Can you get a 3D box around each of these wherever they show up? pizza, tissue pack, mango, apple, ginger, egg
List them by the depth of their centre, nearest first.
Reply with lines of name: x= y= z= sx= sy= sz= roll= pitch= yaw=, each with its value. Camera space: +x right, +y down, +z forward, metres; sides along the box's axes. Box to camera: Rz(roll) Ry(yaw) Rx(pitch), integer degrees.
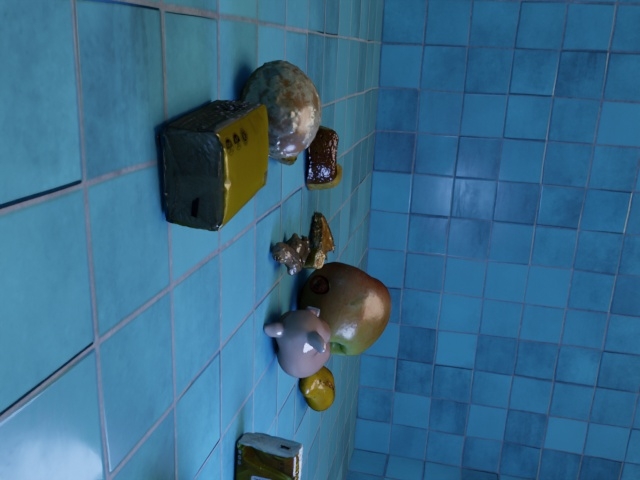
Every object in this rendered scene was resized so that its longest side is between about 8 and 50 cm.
tissue pack: x=-0.191 y=-0.152 z=1.186 sx=0.271 sy=0.134 sz=0.192 roll=-60 pitch=154 yaw=-62
egg: x=-0.093 y=-0.304 z=1.450 sx=0.195 sy=0.194 sz=0.233 roll=26 pitch=60 yaw=-78
tissue pack: x=-0.143 y=0.657 z=1.708 sx=0.092 sy=0.183 sz=0.226 roll=-34 pitch=129 yaw=-69
ginger: x=-0.081 y=0.041 z=1.935 sx=0.290 sy=0.084 sz=0.122 roll=-19 pitch=122 yaw=-77
apple: x=0.070 y=0.251 z=2.217 sx=0.305 sy=0.338 sz=0.338 roll=-65 pitch=164 yaw=-13
pizza: x=0.000 y=0.000 z=2.326 sx=0.195 sy=0.052 sz=0.185 roll=-69 pitch=139 yaw=-58
mango: x=-0.005 y=0.591 z=2.491 sx=0.295 sy=0.120 sz=0.177 roll=70 pitch=26 yaw=-64

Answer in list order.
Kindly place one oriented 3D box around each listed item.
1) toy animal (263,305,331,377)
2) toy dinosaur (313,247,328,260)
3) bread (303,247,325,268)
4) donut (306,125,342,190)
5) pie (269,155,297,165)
toy animal: x=-0.049 y=0.311 z=1.947 sx=0.213 sy=0.195 sz=0.256 roll=-64 pitch=161 yaw=-43
toy dinosaur: x=0.001 y=0.033 z=2.433 sx=0.209 sy=0.039 sz=0.082 roll=17 pitch=80 yaw=-76
bread: x=-0.035 y=0.061 z=2.109 sx=0.132 sy=0.053 sz=0.074 roll=2 pitch=-108 yaw=61
donut: x=0.011 y=-0.264 z=2.162 sx=0.295 sy=0.112 sz=0.151 roll=75 pitch=21 yaw=-56
pie: x=-0.114 y=-0.276 z=1.667 sx=0.282 sy=0.068 sz=0.129 roll=14 pitch=81 yaw=-74
